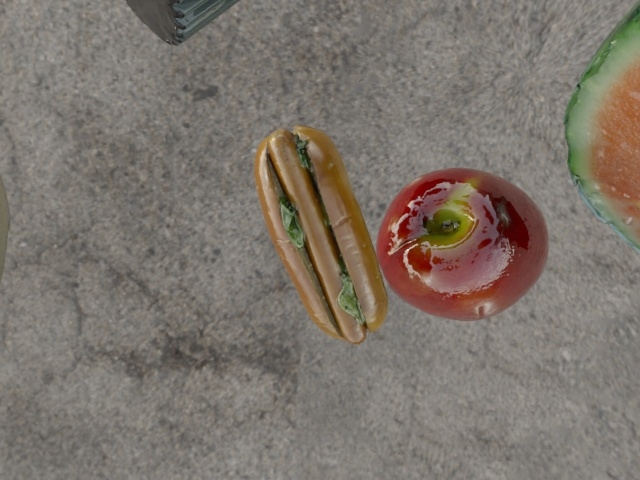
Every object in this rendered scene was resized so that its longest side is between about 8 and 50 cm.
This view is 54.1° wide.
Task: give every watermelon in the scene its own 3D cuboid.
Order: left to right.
[{"bbox_3d":[0.357,-0.093,0.631,0.292,0.319,0.222,44,131,-2],"label":"watermelon"}]

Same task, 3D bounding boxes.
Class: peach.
[{"bbox_3d":[0.177,0.009,0.784,0.190,0.226,0.196,41,93,28],"label":"peach"}]

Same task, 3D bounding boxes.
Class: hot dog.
[{"bbox_3d":[0.000,0.000,0.659,0.100,0.068,0.250,-18,108,12],"label":"hot dog"}]

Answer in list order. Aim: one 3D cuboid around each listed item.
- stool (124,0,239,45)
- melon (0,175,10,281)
[{"bbox_3d":[-0.108,-0.432,0.696,0.330,0.297,0.297,-37,90,-14],"label":"stool"},{"bbox_3d":[-0.284,0.029,0.287,0.317,0.223,0.223,-43,88,20],"label":"melon"}]
